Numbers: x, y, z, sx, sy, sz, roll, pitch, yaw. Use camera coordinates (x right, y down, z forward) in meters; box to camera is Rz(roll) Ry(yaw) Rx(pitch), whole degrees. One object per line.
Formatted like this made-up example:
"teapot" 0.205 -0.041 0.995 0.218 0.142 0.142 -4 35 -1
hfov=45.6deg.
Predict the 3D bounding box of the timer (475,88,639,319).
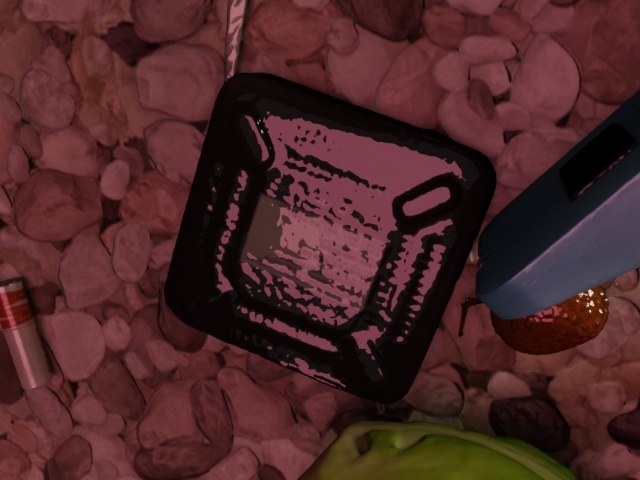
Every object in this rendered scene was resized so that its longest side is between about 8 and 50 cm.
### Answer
"timer" 0.245 -0.033 0.629 0.250 0.232 0.091 -40 95 20

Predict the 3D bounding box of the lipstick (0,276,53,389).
"lipstick" -0.360 0.112 0.916 0.038 0.038 0.131 -11 102 16

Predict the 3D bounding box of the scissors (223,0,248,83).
"scissors" -0.078 -0.263 0.760 0.110 0.021 0.212 11 106 8

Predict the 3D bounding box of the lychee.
"lychee" 0.201 0.060 0.730 0.140 0.101 0.115 9 98 18

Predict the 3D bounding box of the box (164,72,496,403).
"box" 0.000 0.000 0.779 0.289 0.073 0.289 22 108 7

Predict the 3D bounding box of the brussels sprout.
"brussels sprout" 0.141 0.329 0.732 0.371 0.276 0.315 46 123 7
